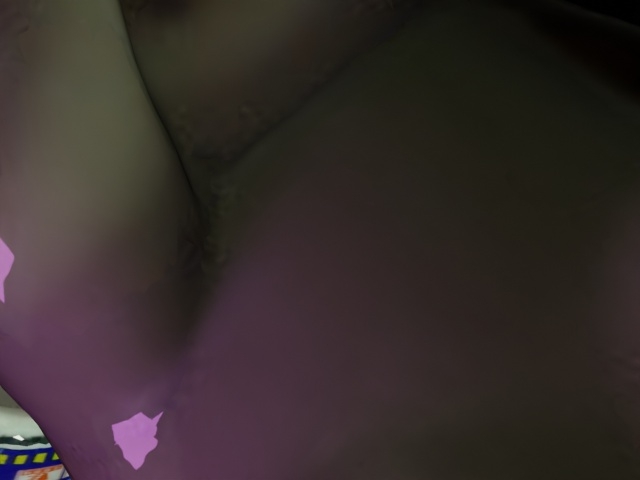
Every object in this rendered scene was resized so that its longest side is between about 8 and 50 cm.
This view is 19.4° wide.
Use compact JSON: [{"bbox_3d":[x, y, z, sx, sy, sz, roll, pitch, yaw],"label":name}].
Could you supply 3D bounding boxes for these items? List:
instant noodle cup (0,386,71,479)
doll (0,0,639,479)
[{"bbox_3d":[-0.186,0.051,1.032,0.284,0.284,0.312,51,155,4],"label":"instant noodle cup"},{"bbox_3d":[0.007,0.007,0.466,0.370,0.215,0.226,47,179,10],"label":"doll"}]
